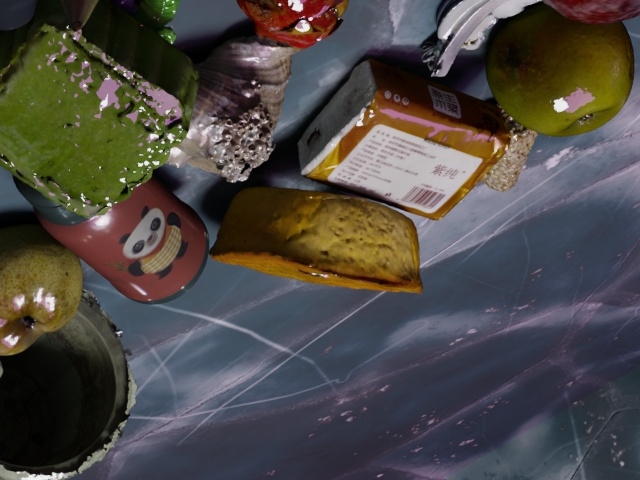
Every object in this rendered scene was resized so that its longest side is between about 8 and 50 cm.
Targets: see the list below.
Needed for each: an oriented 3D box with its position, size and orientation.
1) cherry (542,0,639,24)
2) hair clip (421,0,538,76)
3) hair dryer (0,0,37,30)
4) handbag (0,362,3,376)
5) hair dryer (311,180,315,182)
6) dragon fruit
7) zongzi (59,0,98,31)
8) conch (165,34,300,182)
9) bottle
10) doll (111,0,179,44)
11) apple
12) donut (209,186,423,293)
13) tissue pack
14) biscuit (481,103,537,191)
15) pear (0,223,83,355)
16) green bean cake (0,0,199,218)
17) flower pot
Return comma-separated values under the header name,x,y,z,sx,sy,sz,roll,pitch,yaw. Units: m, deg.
name,x,y,z,sx,sy,sz,roll,pitch,yaw
cherry,0.346,-0.360,1.885,0.300,0.203,0.230,-24,149,-22
hair clip,0.193,-0.273,2.099,0.116,0.049,0.172,0,143,-50
hair dryer,-0.244,-0.290,1.667,0.219,0.071,0.124,-23,158,-25
handbag,-0.548,0.105,2.008,0.316,0.109,0.253,4,147,-2
hair dryer,0.081,-0.108,2.328,0.197,0.057,0.100,-15,154,-1
dragon fruit,-0.053,-0.296,1.763,0.246,0.125,0.125,41,78,-44
zongzi,-0.173,-0.276,1.576,0.205,0.204,0.094,0,151,-42
conch,-0.113,-0.159,1.983,0.245,0.163,0.178,-43,-173,0
bottle,-0.260,-0.037,2.042,0.144,0.144,0.336,-29,153,8
doll,-0.169,-0.255,1.805,0.115,0.050,0.190,4,145,-35
apple,0.315,-0.220,2.185,0.196,0.157,0.196,-19,163,-6
donut,0.000,0.000,2.265,0.303,0.110,0.303,9,175,1
tissue pack,0.107,-0.126,2.189,0.226,0.092,0.183,19,131,-28
biscuit,0.256,-0.135,2.391,0.070,0.082,0.168,-42,162,-25
pear,-0.378,0.058,2.118,0.167,0.136,0.167,-14,139,-13
green bean cake,-0.255,-0.145,1.780,0.214,0.113,0.200,33,121,-24
flower pot,-0.415,0.218,2.285,0.290,0.290,0.259,-11,163,-27
